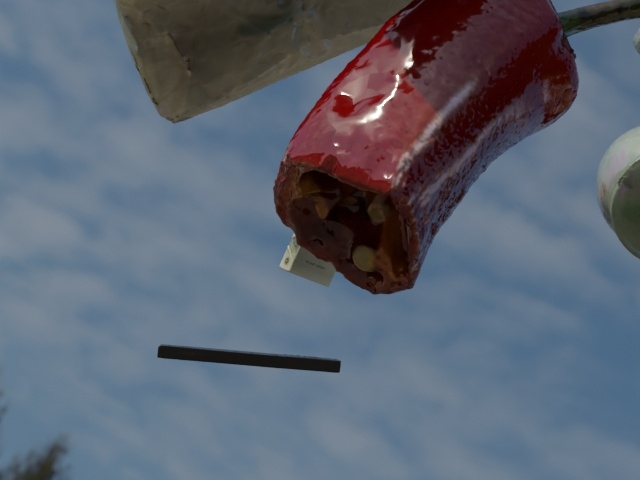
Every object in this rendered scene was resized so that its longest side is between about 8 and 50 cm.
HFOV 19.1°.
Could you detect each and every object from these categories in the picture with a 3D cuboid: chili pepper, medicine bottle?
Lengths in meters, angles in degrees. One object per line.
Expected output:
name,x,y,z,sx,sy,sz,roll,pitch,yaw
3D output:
chili pepper,0.105,-0.120,1.300,0.131,0.338,0.134,25,-34,31
medicine bottle,0.395,-0.054,2.189,0.147,0.147,0.143,32,15,-9

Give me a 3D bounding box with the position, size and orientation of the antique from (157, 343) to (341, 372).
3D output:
antique,-0.075,0.123,1.985,0.192,0.015,0.031,6,1,-6

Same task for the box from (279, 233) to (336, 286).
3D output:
box,0.000,0.000,1.921,0.054,0.083,0.024,22,3,-34

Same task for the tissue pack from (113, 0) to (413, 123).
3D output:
tissue pack,-0.078,-0.337,1.694,0.297,0.380,0.207,-20,-34,-1

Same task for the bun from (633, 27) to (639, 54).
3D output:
bun,0.363,-0.194,1.972,0.083,0.083,0.045,38,-62,-19
